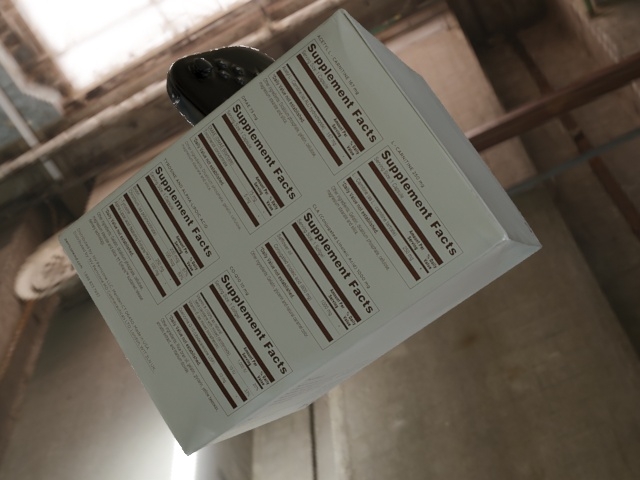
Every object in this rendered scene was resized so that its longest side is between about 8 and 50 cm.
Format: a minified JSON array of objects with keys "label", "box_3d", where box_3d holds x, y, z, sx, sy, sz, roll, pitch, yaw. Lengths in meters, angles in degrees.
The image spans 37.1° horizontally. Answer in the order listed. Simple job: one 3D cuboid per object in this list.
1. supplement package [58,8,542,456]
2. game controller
[{"label":"supplement package","box_3d":[0.000,0.000,0.574,0.203,0.149,0.194,-36,168,14]},{"label":"game controller","box_3d":[-0.013,-0.090,0.989,0.166,0.319,0.067,-34,163,-44]}]
